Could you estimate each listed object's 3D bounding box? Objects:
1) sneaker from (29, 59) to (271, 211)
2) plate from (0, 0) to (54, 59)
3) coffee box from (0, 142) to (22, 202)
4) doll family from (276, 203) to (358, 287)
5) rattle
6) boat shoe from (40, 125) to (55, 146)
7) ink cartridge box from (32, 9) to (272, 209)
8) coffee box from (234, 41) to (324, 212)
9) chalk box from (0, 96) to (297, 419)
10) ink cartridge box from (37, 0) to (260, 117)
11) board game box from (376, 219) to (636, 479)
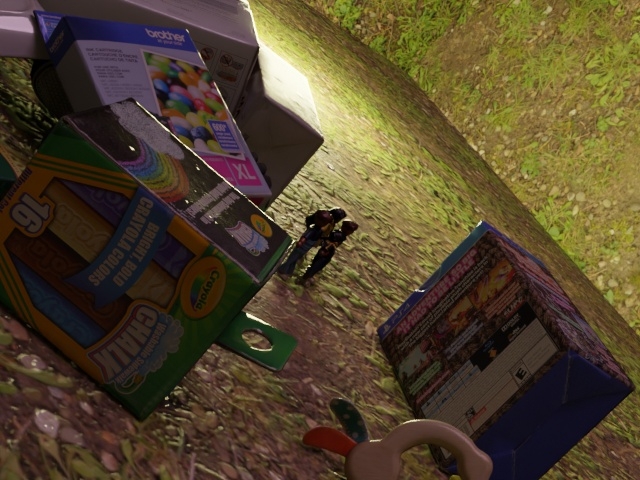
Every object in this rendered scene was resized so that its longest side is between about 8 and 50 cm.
[{"bbox_3d":[-0.213,-0.124,1.316,0.344,0.134,0.146,35,26,-9],"label":"sneaker"},{"bbox_3d":[-0.464,-0.313,1.242,0.277,0.045,0.278,-5,45,-40],"label":"plate"},{"bbox_3d":[-0.384,-0.091,1.016,0.113,0.040,0.184,49,19,26],"label":"coffee box"},{"bbox_3d":[0.000,0.000,1.500,0.076,0.111,0.193,40,17,-5],"label":"doll family"},{"bbox_3d":[0.083,0.246,1.152,0.200,0.130,0.143,16,3,8],"label":"rattle"},{"bbox_3d":[-0.244,-0.070,1.224,0.183,0.066,0.066,46,16,16],"label":"boat shoe"},{"bbox_3d":[-0.199,-0.160,1.228,0.186,0.065,0.311,-4,56,-46],"label":"ink cartridge box"},{"bbox_3d":[-0.101,-0.180,1.633,0.119,0.168,0.297,35,19,-21],"label":"coffee box"},{"bbox_3d":[-0.151,0.030,0.993,0.289,0.179,0.180,42,16,-2],"label":"chalk box"},{"bbox_3d":[-0.260,-0.320,1.560,0.310,0.130,0.272,17,23,-14],"label":"ink cartridge box"},{"bbox_3d":[0.238,0.158,1.419,0.141,0.232,0.291,32,20,-31],"label":"board game box"}]
